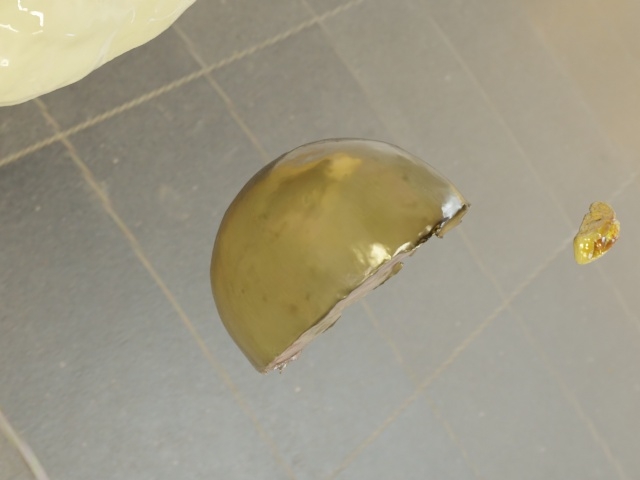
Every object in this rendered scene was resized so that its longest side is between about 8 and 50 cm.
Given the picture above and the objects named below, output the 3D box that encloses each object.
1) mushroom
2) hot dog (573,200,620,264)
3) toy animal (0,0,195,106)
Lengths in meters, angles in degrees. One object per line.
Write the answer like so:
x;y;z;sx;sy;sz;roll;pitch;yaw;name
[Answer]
0.000;0.000;0.817;0.117;0.188;0.141;48;35;-6;mushroom
0.268;-0.008;1.238;0.090;0.034;0.030;-51;134;-51;hot dog
-0.214;-0.185;0.697;0.308;0.188;0.266;9;59;8;toy animal
